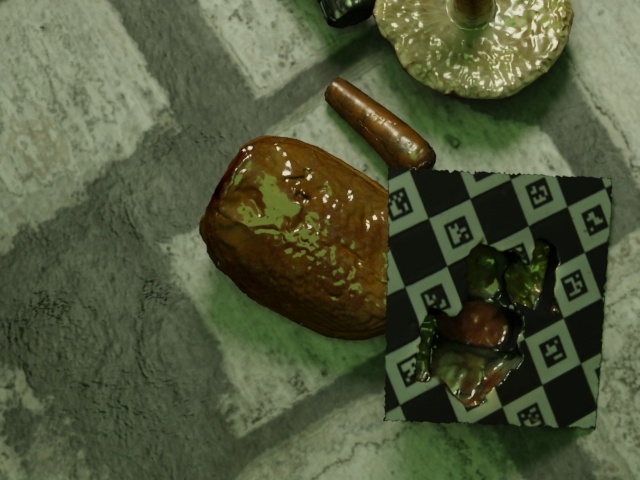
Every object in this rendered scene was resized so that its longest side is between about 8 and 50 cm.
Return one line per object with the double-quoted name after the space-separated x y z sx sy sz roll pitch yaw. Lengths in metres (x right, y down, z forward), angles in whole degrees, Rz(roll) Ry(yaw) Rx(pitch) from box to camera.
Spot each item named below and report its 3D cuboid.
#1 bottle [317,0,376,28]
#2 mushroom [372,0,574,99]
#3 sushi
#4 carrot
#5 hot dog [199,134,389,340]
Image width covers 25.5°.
-0.006 -0.382 1.699 0.112 0.112 0.260 -23 80 2 "bottle"
0.146 -0.275 1.585 0.208 0.301 0.233 -40 72 27 "mushroom"
0.189 0.062 1.604 0.294 0.059 0.292 5 86 -23 "sushi"
0.071 -0.132 1.684 0.055 0.055 0.161 -45 72 -2 "carrot"
0.000 0.000 1.636 0.272 0.122 0.196 29 86 -6 "hot dog"
